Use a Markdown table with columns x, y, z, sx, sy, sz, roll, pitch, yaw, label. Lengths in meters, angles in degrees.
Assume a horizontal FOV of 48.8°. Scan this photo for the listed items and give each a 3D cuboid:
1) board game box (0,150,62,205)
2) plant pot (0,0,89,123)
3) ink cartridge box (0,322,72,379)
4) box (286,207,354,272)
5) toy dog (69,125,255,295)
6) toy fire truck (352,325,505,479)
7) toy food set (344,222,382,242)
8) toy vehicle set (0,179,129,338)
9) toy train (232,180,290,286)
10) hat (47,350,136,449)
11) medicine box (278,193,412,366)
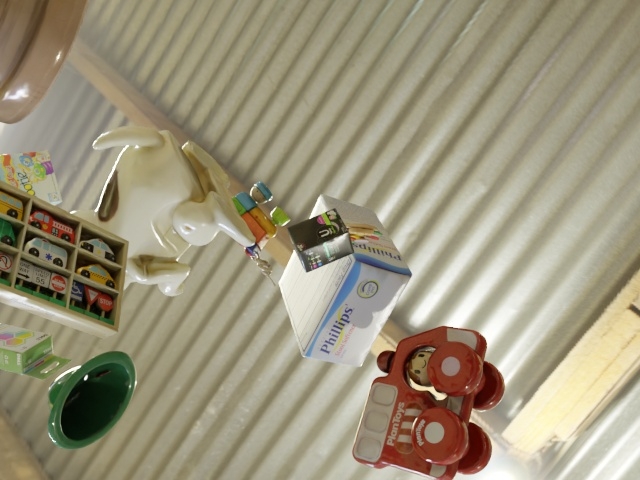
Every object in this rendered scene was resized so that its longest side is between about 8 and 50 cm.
| x | y | z | sx | sy | sz | roll | pitch | yaw | label |
| --- | --- | --- | --- | --- | --- | --- | --- | --- | --- |
| -0.817 | -0.122 | 1.850 | 0.275 | 0.142 | 0.144 | -18 | -92 | 45 | board game box |
| -0.297 | -0.231 | 0.620 | 0.237 | 0.110 | 0.237 | -17 | -113 | 44 | plant pot |
| -0.720 | 0.264 | 1.694 | 0.210 | 0.109 | 0.062 | 10 | -72 | 16 | ink cartridge box |
| 0.000 | 0.000 | 1.084 | 0.083 | 0.052 | 0.062 | -23 | -134 | -5 | box |
| -0.406 | -0.021 | 1.514 | 0.408 | 0.395 | 0.284 | -36 | -121 | 8 | toy dog |
| 0.202 | 0.309 | 1.375 | 0.254 | 0.169 | 0.302 | 5 | -110 | 35 | toy fire truck |
| 0.061 | -0.012 | 1.170 | 0.083 | 0.083 | 0.020 | -5 | -103 | 33 | toy food set |
| -0.404 | 0.025 | 1.025 | 0.035 | 0.267 | 0.165 | -26 | -128 | 30 | toy vehicle set |
| -0.130 | -0.021 | 1.700 | 0.143 | 0.105 | 0.248 | -40 | -109 | -7 | toy train |
| -0.443 | 0.243 | 1.208 | 0.184 | 0.173 | 0.208 | 27 | -77 | 29 | hat |
| 0.044 | 0.087 | 1.587 | 0.263 | 0.149 | 0.289 | -64 | -153 | 24 | medicine box |
